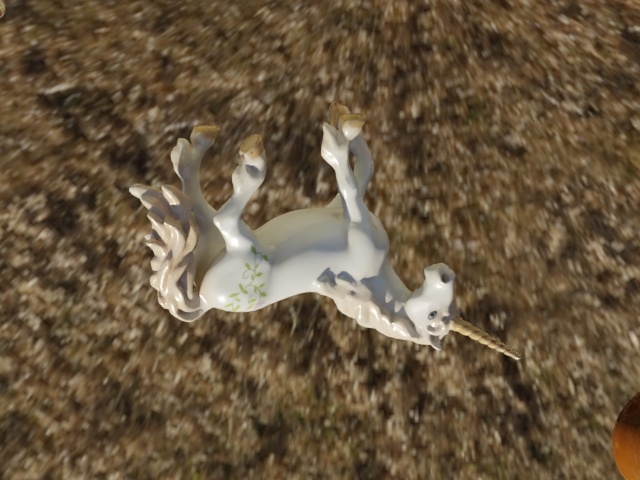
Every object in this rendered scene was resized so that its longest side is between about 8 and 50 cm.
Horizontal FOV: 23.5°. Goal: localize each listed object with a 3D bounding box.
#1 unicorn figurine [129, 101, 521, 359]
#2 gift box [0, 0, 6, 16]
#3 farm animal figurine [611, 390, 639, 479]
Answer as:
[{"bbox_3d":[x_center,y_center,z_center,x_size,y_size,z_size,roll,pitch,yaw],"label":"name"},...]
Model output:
[{"bbox_3d":[0.000,0.000,0.672,0.162,0.060,0.111,-7,107,-9],"label":"unicorn figurine"},{"bbox_3d":[-0.056,-0.227,0.649,0.258,0.276,0.255,-5,97,-12],"label":"gift box"},{"bbox_3d":[0.238,0.043,0.298,0.330,0.172,0.327,18,91,3],"label":"farm animal figurine"}]
